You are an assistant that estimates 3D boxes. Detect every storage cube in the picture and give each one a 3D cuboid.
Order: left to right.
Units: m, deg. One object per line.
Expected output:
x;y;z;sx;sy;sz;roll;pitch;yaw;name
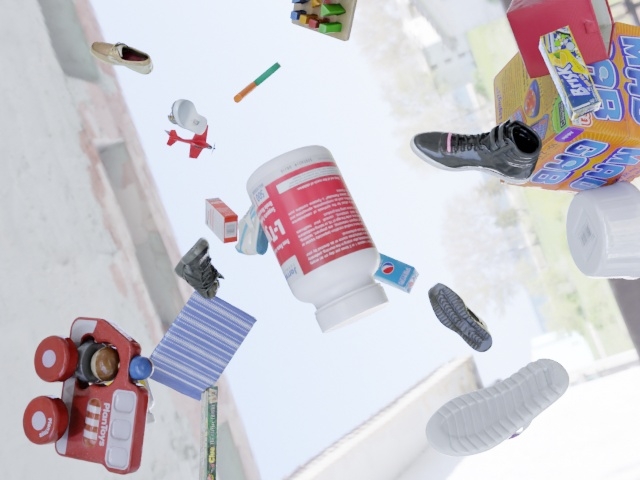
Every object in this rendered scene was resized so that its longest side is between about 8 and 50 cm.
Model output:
0.582;-0.531;1.808;0.215;0.193;0.184;59;-141;-31;storage cube

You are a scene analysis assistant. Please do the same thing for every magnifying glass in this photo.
-0.174;-0.430;2.050;0.026;0.092;0.231;51;-142;-10;magnifying glass

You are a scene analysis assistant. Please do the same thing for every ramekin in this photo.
0.799;-0.023;2.102;0.277;0.135;0.277;175;90;-85;ramekin

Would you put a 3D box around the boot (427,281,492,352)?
0.338;0.177;1.832;0.198;0.077;0.137;52;-166;-1;boot

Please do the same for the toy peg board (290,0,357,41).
-0.006;-0.542;1.670;0.079;0.160;0.161;-25;-46;-51;toy peg board

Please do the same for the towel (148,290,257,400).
-0.382;0.330;2.361;0.243;0.336;0.040;33;-177;-30;towel

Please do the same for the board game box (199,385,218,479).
-0.286;0.511;1.915;0.136;0.030;0.260;135;136;-63;board game box

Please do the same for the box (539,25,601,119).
0.484;-0.324;1.458;0.054;0.059;0.169;34;-144;-73;box

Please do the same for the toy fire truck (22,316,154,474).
-0.458;0.316;1.567;0.169;0.253;0.302;25;-110;-62;toy fire truck

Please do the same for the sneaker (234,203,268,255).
-0.199;-0.064;2.260;0.087;0.092;0.229;45;-131;-52;sneaker

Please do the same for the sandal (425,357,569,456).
0.487;0.469;2.022;0.102;0.416;0.169;58;-174;-49;sandal

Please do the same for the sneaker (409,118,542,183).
0.355;-0.221;1.674;0.147;0.295;0.105;106;176;-62;sneaker

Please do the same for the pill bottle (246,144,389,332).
0.000;0.000;1.775;0.408;0.229;0.229;65;-168;12;pill bottle

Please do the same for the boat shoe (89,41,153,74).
-0.412;-0.389;1.558;0.045;0.135;0.050;114;170;-63;boat shoe

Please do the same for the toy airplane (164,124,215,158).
-0.365;-0.279;2.096;0.151;0.151;0.028;57;-150;-44;toy airplane

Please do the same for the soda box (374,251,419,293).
0.167;0.075;2.110;0.067;0.210;0.071;-62;-27;-9;soda box

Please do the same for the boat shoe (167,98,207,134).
-0.354;-0.316;1.886;0.183;0.083;0.065;44;-113;-77;boat shoe

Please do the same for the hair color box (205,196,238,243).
-0.319;-0.066;2.409;0.167;0.053;0.093;39;132;50;hair color box

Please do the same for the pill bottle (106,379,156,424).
-0.563;0.459;2.233;0.208;0.117;0.117;67;-168;14;pill bottle

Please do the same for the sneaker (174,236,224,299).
-0.294;0.072;1.909;0.130;0.087;0.227;40;151;-2;sneaker

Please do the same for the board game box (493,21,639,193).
0.735;-0.366;2.108;0.356;0.356;0.357;131;143;-65;board game box
